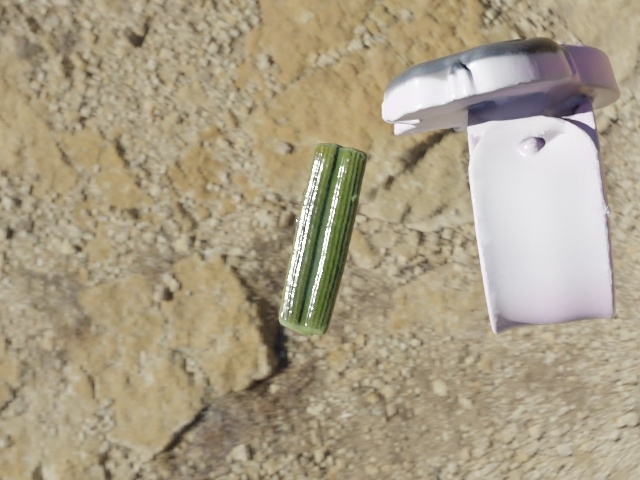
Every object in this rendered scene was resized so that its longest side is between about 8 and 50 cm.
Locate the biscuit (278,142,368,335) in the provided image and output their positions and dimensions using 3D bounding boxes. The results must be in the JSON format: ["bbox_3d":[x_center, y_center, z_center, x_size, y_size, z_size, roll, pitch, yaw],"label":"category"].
[{"bbox_3d":[0.000,0.000,2.008,0.099,0.038,0.322,14,96,9],"label":"biscuit"}]

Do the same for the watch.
[{"bbox_3d":[0.156,-0.039,1.000,0.196,0.244,0.231,-6,88,11],"label":"watch"}]
